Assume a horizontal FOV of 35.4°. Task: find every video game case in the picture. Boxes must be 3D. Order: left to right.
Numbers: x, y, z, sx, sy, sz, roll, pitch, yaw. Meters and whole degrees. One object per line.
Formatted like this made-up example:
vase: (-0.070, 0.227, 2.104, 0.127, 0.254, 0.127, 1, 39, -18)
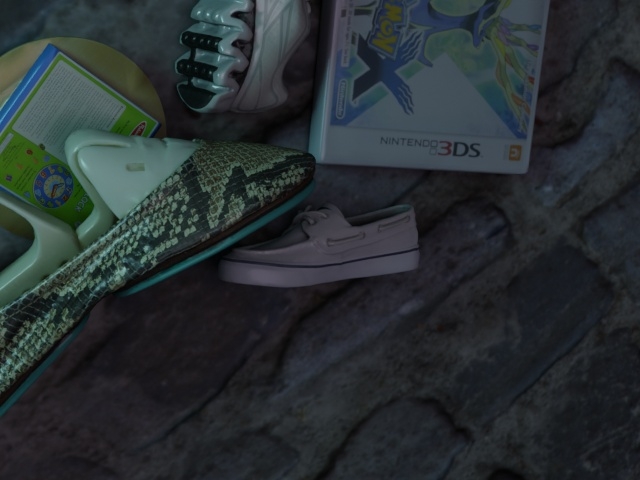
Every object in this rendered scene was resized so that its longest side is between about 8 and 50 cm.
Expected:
video game case: (0.137, -0.245, 1.161, 0.300, 0.036, 0.329, 1, 100, -28)

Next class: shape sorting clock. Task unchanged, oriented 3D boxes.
shape sorting clock: (-0.250, -0.096, 0.982, 0.206, 0.040, 0.206, -8, 110, -24)

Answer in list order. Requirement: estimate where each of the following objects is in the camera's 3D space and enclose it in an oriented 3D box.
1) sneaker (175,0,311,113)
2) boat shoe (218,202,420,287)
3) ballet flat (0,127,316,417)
sneaker: (-0.059, -0.268, 1.018, 0.118, 0.110, 0.292, 4, 109, -38)
boat shoe: (0.000, 0.000, 1.117, 0.258, 0.095, 0.084, -7, 100, -38)
ballet flat: (-0.235, 0.012, 0.925, 0.483, 0.164, 0.182, -36, 107, -3)
